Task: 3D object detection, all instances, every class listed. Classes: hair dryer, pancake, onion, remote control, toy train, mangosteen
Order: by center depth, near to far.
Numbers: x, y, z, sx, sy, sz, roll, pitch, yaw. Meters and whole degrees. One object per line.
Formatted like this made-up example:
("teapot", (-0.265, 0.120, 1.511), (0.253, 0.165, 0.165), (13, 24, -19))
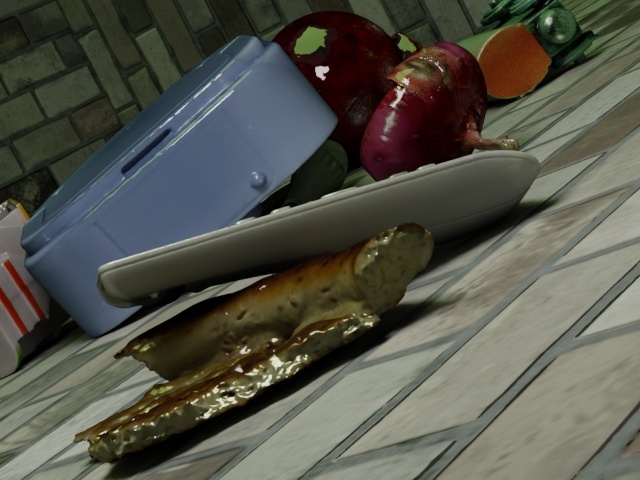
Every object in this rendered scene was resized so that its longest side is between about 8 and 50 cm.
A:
("pancake", (-0.051, 0.063, 1.061), (0.257, 0.056, 0.212), (-28, 6, -4))
("remote control", (0.000, 0.000, 1.147), (0.313, 0.055, 0.109), (-16, -4, -10))
("onion", (0.119, -0.096, 1.488), (0.150, 0.140, 0.150), (-44, -28, -31))
("hair dryer", (-0.055, -0.035, 1.907), (0.199, 0.067, 0.167), (-37, 10, 15))
("toy train", (0.231, -0.234, 2.049), (0.177, 0.116, 0.285), (-40, 8, -4))
("mangosteen", (0.042, -0.201, 2.166), (0.257, 0.215, 0.215), (-8, -3, -28))

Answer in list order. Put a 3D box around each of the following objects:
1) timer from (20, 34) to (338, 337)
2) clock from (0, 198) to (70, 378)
("timer", (-0.158, -0.063, 1.870), (0.395, 0.173, 0.395), (-40, 12, 10))
("clock", (-0.397, 0.067, 1.976), (0.235, 0.166, 0.309), (-24, 15, 29))
